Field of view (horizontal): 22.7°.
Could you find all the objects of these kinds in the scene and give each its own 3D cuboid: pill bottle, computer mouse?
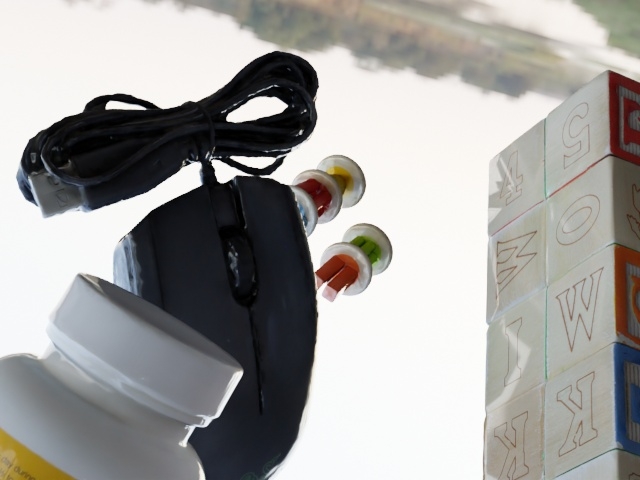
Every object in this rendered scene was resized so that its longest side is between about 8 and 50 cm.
[{"bbox_3d":[-0.124,0.124,0.709,0.117,0.208,0.117,31,-179,0],"label":"pill bottle"},{"bbox_3d":[-0.059,0.048,0.863,0.188,0.272,0.072,-21,-147,-35],"label":"computer mouse"}]

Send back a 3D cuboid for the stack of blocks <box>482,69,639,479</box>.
[{"bbox_3d":[0.157,0.098,0.634,0.171,0.297,0.087,20,146,-24],"label":"stack of blocks"}]

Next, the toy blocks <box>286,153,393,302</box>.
[{"bbox_3d":[0.000,0.000,1.413,0.054,0.123,0.148,-17,-170,32],"label":"toy blocks"}]
